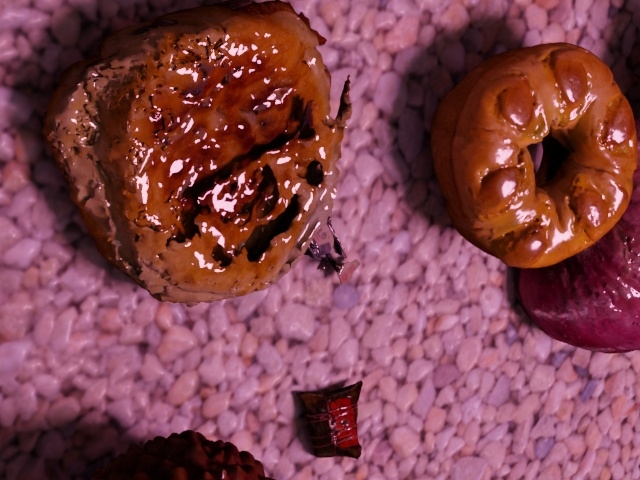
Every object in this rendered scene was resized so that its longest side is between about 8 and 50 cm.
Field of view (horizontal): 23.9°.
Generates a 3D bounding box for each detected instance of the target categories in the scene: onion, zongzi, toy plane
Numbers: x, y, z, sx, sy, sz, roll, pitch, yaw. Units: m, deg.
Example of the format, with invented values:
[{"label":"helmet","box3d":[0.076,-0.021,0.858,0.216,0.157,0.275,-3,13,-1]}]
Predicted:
[{"label":"onion","box3d":[0.385,0.026,1.693,0.348,0.159,0.267,28,90,-42]},{"label":"zongzi","box3d":[0.004,0.174,1.511,0.073,0.067,0.083,16,78,-31]},{"label":"toy plane","box3d":[0.000,0.000,1.443,0.049,0.031,0.121,-50,129,-25]}]

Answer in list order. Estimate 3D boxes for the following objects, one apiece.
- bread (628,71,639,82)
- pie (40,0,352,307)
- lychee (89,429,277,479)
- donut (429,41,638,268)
[{"label":"bread","box3d":[0.473,-0.146,1.651,0.149,0.274,0.274,-44,136,18]},{"label":"pie","box3d":[-0.089,-0.070,1.301,0.308,0.085,0.308,-17,118,-36]},{"label":"lychee","box3d":[-0.126,0.333,1.302,0.306,0.306,0.330,32,58,-43]},{"label":"donut","box3d":[0.213,-0.085,1.508,0.226,0.114,0.227,-5,101,-26]}]
